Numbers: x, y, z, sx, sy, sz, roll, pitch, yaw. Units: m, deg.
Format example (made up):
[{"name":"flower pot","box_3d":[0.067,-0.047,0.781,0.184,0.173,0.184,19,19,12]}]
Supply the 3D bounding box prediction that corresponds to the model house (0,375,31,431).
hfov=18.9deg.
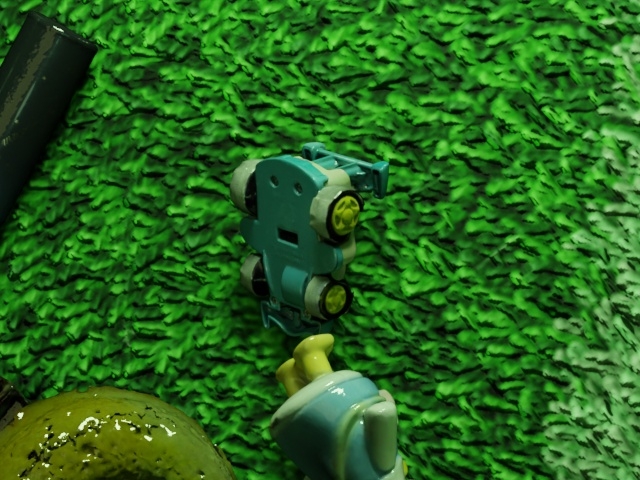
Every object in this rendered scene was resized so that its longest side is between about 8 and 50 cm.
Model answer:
[{"name":"model house","box_3d":[-0.293,0.192,1.695,0.152,0.106,0.165,37,91,17]}]

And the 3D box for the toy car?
[{"name":"toy car","box_3d":[0.000,0.000,1.644,0.126,0.098,0.161,18,119,46]}]

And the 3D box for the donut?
[{"name":"donut","box_3d":[-0.179,0.257,1.588,0.272,0.107,0.272,-1,94,-20]}]

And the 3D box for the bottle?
[{"name":"bottle","box_3d":[-0.287,-0.086,1.747,0.082,0.072,0.244,33,95,37]}]

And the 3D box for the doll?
[{"name":"doll","box_3d":[0.041,0.193,1.585,0.135,0.099,0.241,-43,79,18]}]
